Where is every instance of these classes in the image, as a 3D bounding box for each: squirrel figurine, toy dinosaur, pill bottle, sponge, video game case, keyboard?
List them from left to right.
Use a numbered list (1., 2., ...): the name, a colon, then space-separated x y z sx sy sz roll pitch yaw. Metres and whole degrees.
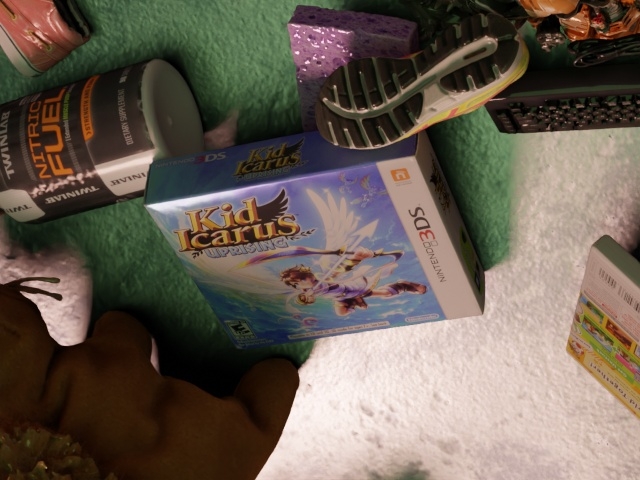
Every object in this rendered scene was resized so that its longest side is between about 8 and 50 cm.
1. squirrel figurine: -0.271 0.201 1.568 0.370 0.397 0.281 38 121 -12
2. pill bottle: -0.251 -0.091 1.596 0.246 0.130 0.130 -14 106 20
3. video game case: 0.000 0.000 1.536 0.270 0.061 0.244 -10 138 17
4. sponge: 0.038 -0.131 1.500 0.117 0.031 0.210 10 142 15
5. toy dinosaur: 0.183 -0.250 1.355 0.218 0.164 0.322 22 159 41
6. keyboard: 0.301 -0.137 1.406 0.317 0.201 0.033 -3 70 16
7. video game case: 0.325 0.123 1.467 0.227 0.026 0.206 44 159 24

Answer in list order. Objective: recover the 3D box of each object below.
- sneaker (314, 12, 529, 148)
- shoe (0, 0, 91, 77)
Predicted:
1. sneaker: 0.094 -0.131 1.395 0.209 0.094 0.081 -18 82 25
2. shoe: -0.307 -0.254 1.587 0.081 0.063 0.178 -28 106 22
